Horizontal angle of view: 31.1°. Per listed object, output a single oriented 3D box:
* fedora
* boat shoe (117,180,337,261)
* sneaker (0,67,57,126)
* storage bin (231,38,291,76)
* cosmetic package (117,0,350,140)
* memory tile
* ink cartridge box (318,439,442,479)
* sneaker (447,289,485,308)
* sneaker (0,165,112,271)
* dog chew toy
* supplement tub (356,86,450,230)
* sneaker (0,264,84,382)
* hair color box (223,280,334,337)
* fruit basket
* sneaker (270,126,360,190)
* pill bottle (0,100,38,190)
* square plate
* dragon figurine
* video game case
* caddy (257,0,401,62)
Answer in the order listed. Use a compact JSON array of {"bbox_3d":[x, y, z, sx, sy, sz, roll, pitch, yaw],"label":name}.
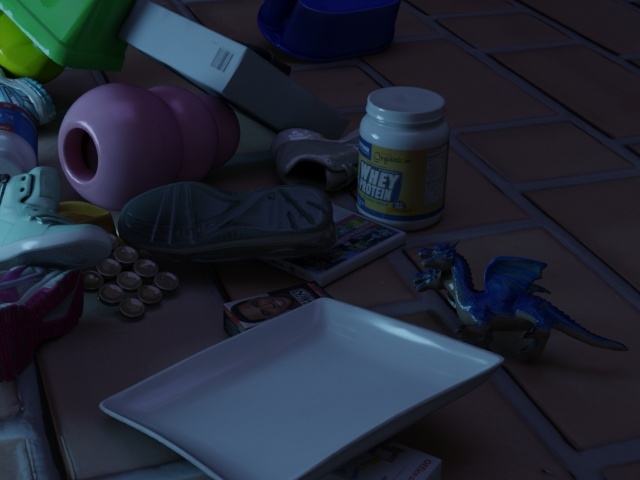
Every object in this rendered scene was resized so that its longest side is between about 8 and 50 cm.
[{"bbox_3d":[-0.367,-0.006,1.698,0.194,0.079,0.194,2,27,-1],"label":"fedora"},{"bbox_3d":[-0.136,-0.016,1.679,0.320,0.103,0.118,-4,56,7],"label":"boat shoe"},{"bbox_3d":[-0.635,-0.267,2.173,0.283,0.110,0.122,17,42,35],"label":"sneaker"},{"bbox_3d":[-0.132,-0.350,2.381,0.135,0.098,0.091,22,6,36],"label":"storage bin"},{"bbox_3d":[-0.163,-0.298,2.100,0.284,0.097,0.377,27,4,-44],"label":"cosmetic package"},{"bbox_3d":[-0.283,0.050,1.610,0.148,0.012,0.113,33,43,15],"label":"memory tile"},{"bbox_3d":[0.058,0.256,1.232,0.122,0.052,0.088,17,32,27],"label":"ink cartridge box"},{"bbox_3d":[0.222,0.082,1.589,0.109,0.044,0.040,23,36,39],"label":"sneaker"},{"bbox_3d":[-0.372,-0.039,1.567,0.255,0.151,0.094,-5,-21,40],"label":"sneaker"},{"bbox_3d":[-0.265,-0.166,1.899,0.206,0.207,0.331,23,27,36],"label":"dog chew toy"},{"bbox_3d":[0.131,-0.131,1.829,0.144,0.200,0.144,1,27,0],"label":"supplement tub"},{"bbox_3d":[-0.413,0.103,1.475,0.111,0.103,0.252,10,20,20],"label":"sneaker"},{"bbox_3d":[-0.052,0.102,1.539,0.141,0.043,0.072,-14,32,-27],"label":"hair color box"},{"bbox_3d":[-0.556,-0.428,2.190,0.392,0.392,0.283,11,8,18],"label":"fruit basket"},{"bbox_3d":[0.047,-0.127,1.957,0.262,0.099,0.121,-4,39,0],"label":"sneaker"},{"bbox_3d":[-0.530,-0.138,1.900,0.124,0.124,0.221,-5,28,-12],"label":"pill bottle"},{"bbox_3d":[-0.025,0.177,1.310,0.347,0.049,0.344,-24,24,-31],"label":"square plate"},{"bbox_3d":[0.254,0.073,1.496,0.289,0.085,0.144,2,59,16],"label":"dragon figurine"},{"bbox_3d":[0.000,0.000,1.764,0.183,0.023,0.201,23,33,36],"label":"video game case"},{"bbox_3d":[0.023,-0.522,2.625,0.341,0.179,0.241,-15,55,-29],"label":"caddy"}]
